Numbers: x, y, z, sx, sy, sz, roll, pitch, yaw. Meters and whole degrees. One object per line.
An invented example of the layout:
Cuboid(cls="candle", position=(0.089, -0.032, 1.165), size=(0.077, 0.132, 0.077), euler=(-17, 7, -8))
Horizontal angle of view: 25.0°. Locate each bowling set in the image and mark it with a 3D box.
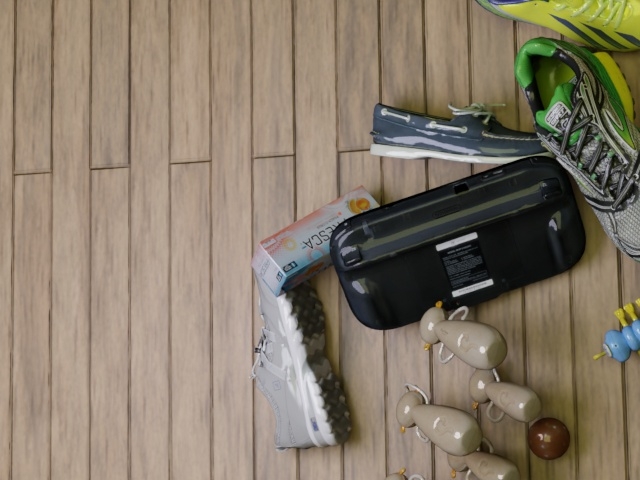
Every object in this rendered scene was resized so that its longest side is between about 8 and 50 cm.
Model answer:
Cuboid(cls="bowling set", position=(0.198, 0.242, 1.832), size=(0.154, 0.200, 0.287), euler=(21, 90, 58))

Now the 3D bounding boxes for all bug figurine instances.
Cuboid(cls="bug figurine", position=(0.480, 0.173, 1.768), size=(0.216, 0.072, 0.279), euler=(-34, 75, 11))

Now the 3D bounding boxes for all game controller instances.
Cuboid(cls="game controller", position=(0.176, 0.008, 1.845), size=(0.319, 0.067, 0.166), euler=(-18, 120, 6))

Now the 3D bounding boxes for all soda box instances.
Cuboid(cls="soda box", position=(0.000, 0.000, 1.895), size=(0.183, 0.058, 0.063), euler=(-30, 71, -29))

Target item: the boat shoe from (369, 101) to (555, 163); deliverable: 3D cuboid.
Cuboid(cls="boat shoe", position=(0.187, -0.142, 1.889), size=(0.254, 0.095, 0.079), euler=(5, 96, 27))

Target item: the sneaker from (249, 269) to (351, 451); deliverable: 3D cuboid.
Cuboid(cls="sneaker", position=(-0.055, 0.148, 1.923), size=(0.115, 0.105, 0.281), euler=(-21, 74, 23))

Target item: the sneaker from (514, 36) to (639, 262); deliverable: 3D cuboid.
Cuboid(cls="sneaker", position=(0.332, -0.109, 1.760), size=(0.134, 0.146, 0.343), euler=(-49, 50, 30))

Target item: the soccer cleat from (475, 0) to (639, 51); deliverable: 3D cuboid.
Cuboid(cls="soccer cleat", position=(0.322, -0.309, 1.847), size=(0.289, 0.121, 0.093), euler=(16, 88, 18))
